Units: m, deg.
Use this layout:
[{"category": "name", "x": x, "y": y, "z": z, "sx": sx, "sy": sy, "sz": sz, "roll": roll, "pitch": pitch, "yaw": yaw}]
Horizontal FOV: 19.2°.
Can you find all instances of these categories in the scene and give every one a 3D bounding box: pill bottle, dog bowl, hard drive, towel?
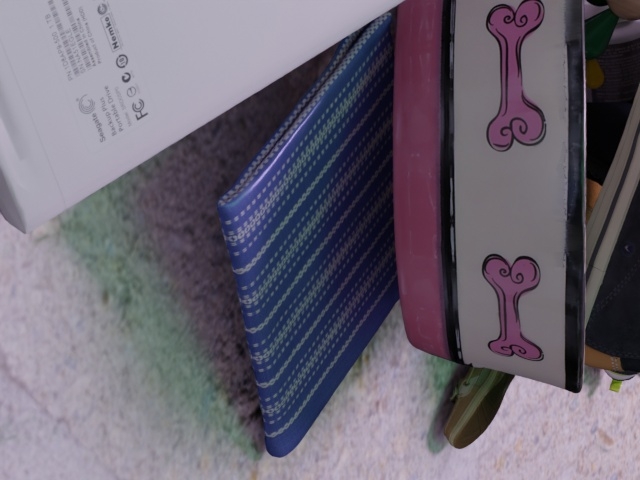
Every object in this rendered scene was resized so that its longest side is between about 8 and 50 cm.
[{"category": "pill bottle", "x": 0.310, "y": -0.195, "z": 1.995, "sx": 0.078, "sy": 0.078, "sz": 0.137, "roll": -37, "pitch": 127, "yaw": -47}, {"category": "dog bowl", "x": 0.148, "y": -0.076, "z": 1.598, "sx": 0.408, "sy": 0.150, "sz": 0.408, "roll": 0, "pitch": 90, "yaw": -84}, {"category": "hard drive", "x": -0.104, "y": -0.191, "z": 1.302, "sx": 0.353, "sy": 0.047, "sz": 0.233, "roll": -34, "pitch": 126, "yaw": -23}, {"category": "towel", "x": 0.000, "y": 0.000, "z": 1.543, "sx": 0.243, "sy": 0.040, "sz": 0.336, "roll": -54, "pitch": 153, "yaw": -32}]

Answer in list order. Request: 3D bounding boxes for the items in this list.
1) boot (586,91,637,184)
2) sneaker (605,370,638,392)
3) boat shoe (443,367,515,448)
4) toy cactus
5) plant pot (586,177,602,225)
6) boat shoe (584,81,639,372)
[{"category": "boot", "x": 0.322, "y": -0.152, "z": 1.913, "sx": 0.246, "sy": 0.094, "sz": 0.207, "roll": 24, "pitch": 94, "yaw": -34}, {"category": "sneaker", "x": 0.358, "y": 0.058, "z": 2.145, "sx": 0.097, "sy": 0.084, "sz": 0.234, "roll": 80, "pitch": 31, "yaw": -67}, {"category": "boat shoe", "x": 0.158, "y": 0.138, "z": 1.878, "sx": 0.153, "sy": 0.048, "sz": 0.056, "roll": -58, "pitch": 152, "yaw": -21}, {"category": "toy cactus", "x": 0.283, "y": -0.230, "z": 1.807, "sx": 0.112, "sy": 0.180, "sz": 0.219, "roll": 37, "pitch": 88, "yaw": -22}, {"category": "plant pot", "x": 0.267, "y": -0.003, "z": 2.014, "sx": 0.236, "sy": 0.032, "sz": 0.236, "roll": -15, "pitch": 108, "yaw": -54}, {"category": "boat shoe", "x": 0.368, "y": -0.093, "z": 1.774, "sx": 0.187, "sy": 0.156, "sz": 0.500, "roll": -19, "pitch": 130, "yaw": -66}]
